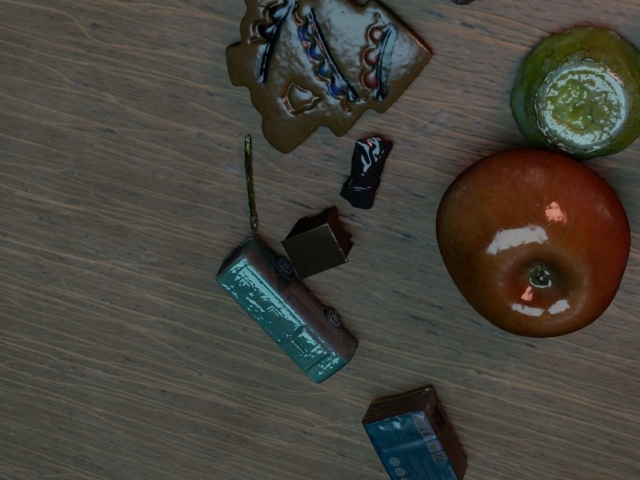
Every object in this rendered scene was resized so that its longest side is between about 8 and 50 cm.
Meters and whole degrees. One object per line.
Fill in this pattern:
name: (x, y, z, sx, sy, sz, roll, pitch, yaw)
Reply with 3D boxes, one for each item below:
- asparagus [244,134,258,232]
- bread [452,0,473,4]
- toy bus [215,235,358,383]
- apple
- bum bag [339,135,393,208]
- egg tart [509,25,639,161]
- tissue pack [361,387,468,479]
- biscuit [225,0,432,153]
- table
asparagus: (-0.111, -0.088, 1.419, 0.016, 0.013, 0.166, 10, 117, 23)
bread: (0.266, -0.436, 1.061, 0.338, 0.155, 0.187, -25, 98, 27)
toy bus: (-0.053, 0.115, 1.450, 0.091, 0.109, 0.261, -40, 100, 22)
apple: (0.290, 0.006, 1.229, 0.252, 0.206, 0.271, -11, 120, 26)
bum bag: (0.067, -0.102, 1.348, 0.058, 0.034, 0.124, 12, 119, -5)
egg tart: (0.345, -0.188, 1.203, 0.197, 0.078, 0.197, 7, 115, 15)
tissue pack: (0.160, 0.340, 1.507, 0.120, 0.082, 0.169, -19, 109, 24)
biscuit: (0.008, -0.262, 1.282, 0.302, 0.043, 0.278, -3, 114, 18)
table: (0.000, 0.000, 1.389, 0.083, 0.082, 0.070, -21, 107, 24)
